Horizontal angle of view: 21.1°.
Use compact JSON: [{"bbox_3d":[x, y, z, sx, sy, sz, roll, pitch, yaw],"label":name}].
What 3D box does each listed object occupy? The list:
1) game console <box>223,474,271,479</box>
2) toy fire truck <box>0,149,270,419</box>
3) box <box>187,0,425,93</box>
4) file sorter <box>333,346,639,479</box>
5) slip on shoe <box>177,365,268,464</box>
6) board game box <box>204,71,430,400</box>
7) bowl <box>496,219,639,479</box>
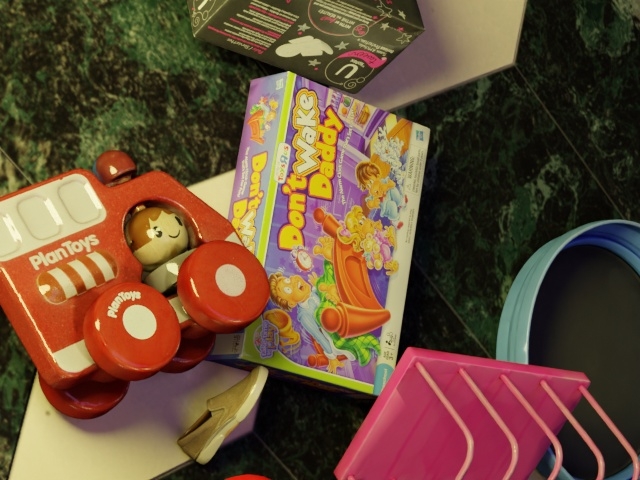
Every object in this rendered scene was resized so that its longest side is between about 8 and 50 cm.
[{"bbox_3d":[-0.072,0.454,1.860,0.342,0.060,0.386,-49,123,0],"label":"game console"},{"bbox_3d":[-0.216,0.029,1.860,0.302,0.169,0.254,-26,83,-37],"label":"toy fire truck"},{"bbox_3d":[-0.026,-0.301,2.015,0.247,0.142,0.163,16,47,-38],"label":"box"},{"bbox_3d":[0.211,0.278,2.087,0.290,0.182,0.202,11,120,-35],"label":"file sorter"},{"bbox_3d":[-0.111,0.193,1.959,0.041,0.051,0.135,35,105,-10],"label":"slip on shoe"},{"bbox_3d":[0.000,0.000,2.075,0.233,0.078,0.347,18,75,-36],"label":"board game box"},{"bbox_3d":[0.394,0.167,2.378,0.391,0.077,0.391,5,83,-39],"label":"bowl"}]
